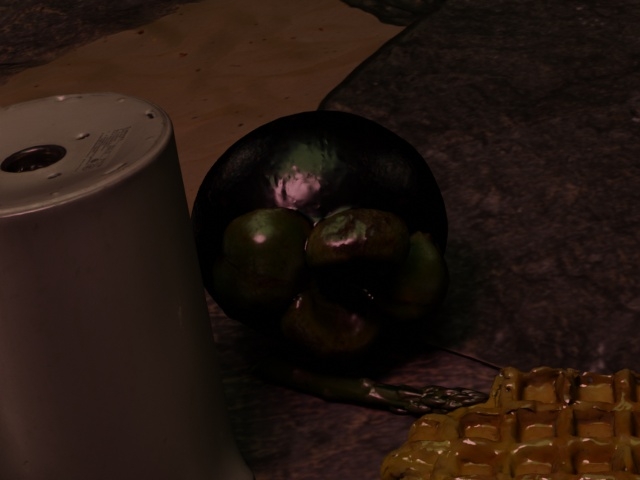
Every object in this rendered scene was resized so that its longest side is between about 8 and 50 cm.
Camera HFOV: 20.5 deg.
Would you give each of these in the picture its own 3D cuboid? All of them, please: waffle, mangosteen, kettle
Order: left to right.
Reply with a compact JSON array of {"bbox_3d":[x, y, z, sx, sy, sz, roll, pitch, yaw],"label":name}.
[{"bbox_3d":[-0.204,0.080,1.300,0.265,0.318,0.205,-19,29,-13],"label":"kettle"},{"bbox_3d":[0.000,0.000,1.500,0.243,0.243,0.243,-8,28,4],"label":"mangosteen"},{"bbox_3d":[0.199,0.172,1.265,0.312,0.060,0.307,18,39,38],"label":"waffle"}]

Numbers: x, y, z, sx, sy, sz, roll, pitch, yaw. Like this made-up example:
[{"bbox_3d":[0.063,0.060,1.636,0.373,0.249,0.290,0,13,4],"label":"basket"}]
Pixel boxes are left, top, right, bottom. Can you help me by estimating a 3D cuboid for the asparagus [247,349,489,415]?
[{"bbox_3d":[0.030,0.119,1.456,0.236,0.027,0.034,9,44,33],"label":"asparagus"}]
